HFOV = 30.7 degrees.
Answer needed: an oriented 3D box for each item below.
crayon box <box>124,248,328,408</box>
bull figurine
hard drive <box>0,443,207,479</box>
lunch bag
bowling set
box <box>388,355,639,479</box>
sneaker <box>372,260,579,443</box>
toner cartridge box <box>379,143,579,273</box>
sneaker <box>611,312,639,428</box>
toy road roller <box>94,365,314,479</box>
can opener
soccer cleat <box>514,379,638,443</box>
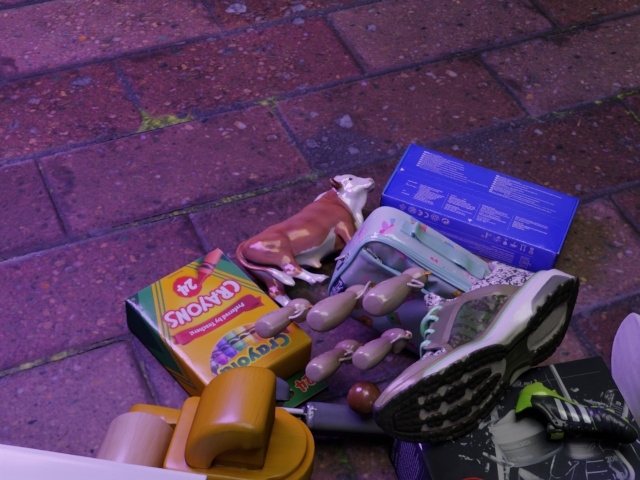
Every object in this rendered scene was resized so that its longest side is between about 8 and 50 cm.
[{"bbox_3d":[-0.158,0.170,1.971,0.202,0.081,0.318,-30,56,-29],"label":"crayon box"},{"bbox_3d":[0.000,0.000,2.131,0.310,0.101,0.188,-31,62,-24],"label":"bull figurine"},{"bbox_3d":[-0.341,0.389,1.530,0.353,0.047,0.233,9,47,-2],"label":"hard drive"},{"bbox_3d":[0.158,0.076,1.955,0.279,0.224,0.107,30,50,-5],"label":"lunch bag"},{"bbox_3d":[0.054,0.167,1.865,0.287,0.199,0.154,-12,9,35],"label":"bowling set"},{"bbox_3d":[0.312,0.369,1.755,0.343,0.179,0.312,-9,47,-13],"label":"box"},{"bbox_3d":[0.205,0.155,1.754,0.410,0.158,0.182,-30,41,-33],"label":"sneaker"},{"bbox_3d":[0.302,-0.060,2.233,0.348,0.075,0.165,20,47,13],"label":"toner cartridge box"},{"bbox_3d":[0.596,0.252,1.960,0.169,0.108,0.292,17,37,-13],"label":"sneaker"},{"bbox_3d":[-0.173,0.303,1.715,0.330,0.240,0.202,7,34,4],"label":"toy road roller"},{"bbox_3d":[-0.007,0.260,1.859,0.284,0.076,0.095,6,71,-14],"label":"can opener"},{"bbox_3d":[0.370,0.266,1.701,0.179,0.060,0.072,20,57,22],"label":"soccer cleat"}]
